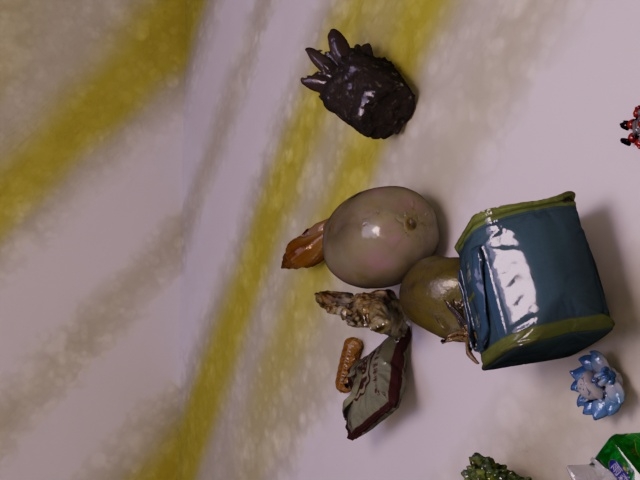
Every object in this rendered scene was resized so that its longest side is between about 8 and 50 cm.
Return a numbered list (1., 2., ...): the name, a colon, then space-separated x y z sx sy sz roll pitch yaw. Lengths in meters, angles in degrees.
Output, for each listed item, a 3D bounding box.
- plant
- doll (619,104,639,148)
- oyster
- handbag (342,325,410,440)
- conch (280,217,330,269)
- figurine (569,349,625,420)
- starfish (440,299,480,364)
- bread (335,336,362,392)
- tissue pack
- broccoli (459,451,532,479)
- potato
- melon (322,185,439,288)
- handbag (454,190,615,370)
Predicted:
1. plant: 0.093 -0.380 1.933 0.182 0.194 0.321 -57 45 23
2. doll: 0.537 -0.198 1.246 0.169 0.057 0.109 130 152 -67
3. oyster: 0.111 0.150 1.812 0.354 0.201 0.107 -148 79 -73
4. handbag: 0.127 0.332 1.851 0.235 0.127 0.213 -46 25 43
5. conch: 0.003 0.004 2.146 0.330 0.109 0.093 -29 101 34
6. figurine: 0.456 0.248 1.330 0.114 0.079 0.114 6 97 55
7. starfish: 0.268 0.172 1.500 0.130 0.041 0.133 134 124 -65
8. bread: 0.071 0.319 2.039 0.052 0.044 0.157 35 119 49
9. tissue pack: 0.480 0.418 1.204 0.148 0.156 0.209 -64 36 32
10. broccoli: 0.318 0.565 1.428 0.334 0.271 0.324 62 179 31
11. potato: 0.251 0.118 1.620 0.251 0.159 0.175 2 99 65
12. melon: 0.131 -0.006 1.779 0.317 0.222 0.223 -27 65 59
13. handbag: 0.352 0.078 1.358 0.263 0.222 0.241 90 169 -69
